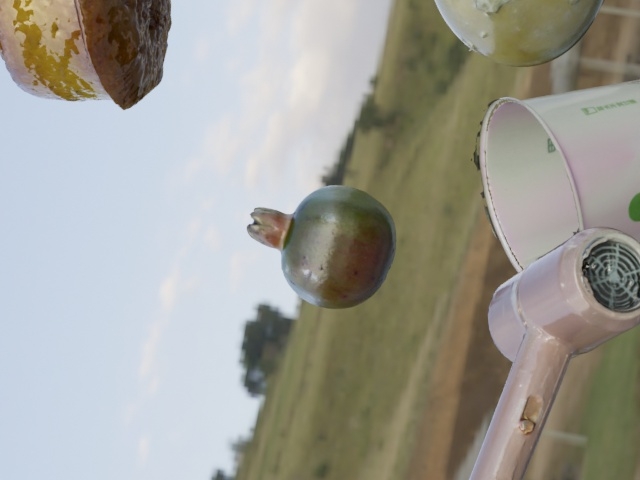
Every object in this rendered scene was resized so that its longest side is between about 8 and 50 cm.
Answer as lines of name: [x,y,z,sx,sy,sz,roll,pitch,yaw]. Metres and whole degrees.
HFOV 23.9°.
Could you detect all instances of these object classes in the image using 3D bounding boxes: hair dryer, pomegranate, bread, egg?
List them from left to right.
bread: [-0.264,-0.297,1.688,0.312,0.172,0.312,-4,-90,-83]
pomegranate: [0.000,0.000,2.096,0.180,0.209,0.180,-158,90,-88]
egg: [0.168,-0.247,1.284,0.164,0.164,0.202,-60,-43,-63]
hair dryer: [0.203,0.159,1.438,0.344,0.106,0.189,-66,10,-23]

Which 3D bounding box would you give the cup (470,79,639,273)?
cup: [0.360,-0.085,1.844,0.253,0.274,0.253,163,90,-73]
